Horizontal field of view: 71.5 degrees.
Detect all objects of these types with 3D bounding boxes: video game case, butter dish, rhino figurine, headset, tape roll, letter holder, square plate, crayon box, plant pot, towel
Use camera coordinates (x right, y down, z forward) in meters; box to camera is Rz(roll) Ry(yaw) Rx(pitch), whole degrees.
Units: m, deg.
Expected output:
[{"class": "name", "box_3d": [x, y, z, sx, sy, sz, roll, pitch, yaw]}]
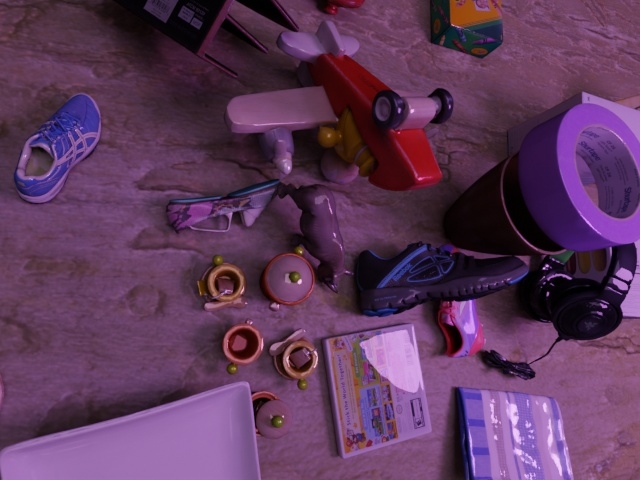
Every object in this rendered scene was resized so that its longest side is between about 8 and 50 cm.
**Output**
[{"class": "video game case", "box_3d": [0.116, 0.295, 0.901, 0.207, 0.026, 0.226, -5, 82, -23]}, {"class": "butter dish", "box_3d": [0.043, -0.572, 1.003, 0.160, 0.118, 0.159, 14, 31, -19]}, {"class": "rhino figurine", "box_3d": [0.000, 0.000, 0.848, 0.073, 0.106, 0.243, -34, 117, -39]}, {"class": "headset", "box_3d": [0.524, 0.131, 0.996, 0.185, 0.243, 0.393, 23, 96, -4]}, {"class": "tape roll", "box_3d": [0.515, -0.118, 0.858, 0.275, 0.090, 0.274, 6, 74, -23]}, {"class": "letter holder", "box_3d": [-0.218, -0.422, 0.804, 0.302, 0.214, 0.151, 38, 102, 20]}, {"class": "square plate", "box_3d": [-0.258, 0.420, 0.682, 0.345, 0.049, 0.346, -9, 95, -26]}, {"class": "crayon box", "box_3d": [0.378, -0.635, 1.160, 0.166, 0.081, 0.278, 6, 77, -21]}, {"class": "plant pot", "box_3d": [0.382, -0.054, 0.961, 0.216, 0.230, 0.215, 6, 75, -24]}, {"class": "towel", "box_3d": [0.427, 0.435, 0.967, 0.285, 0.034, 0.209, 13, 61, -19]}]

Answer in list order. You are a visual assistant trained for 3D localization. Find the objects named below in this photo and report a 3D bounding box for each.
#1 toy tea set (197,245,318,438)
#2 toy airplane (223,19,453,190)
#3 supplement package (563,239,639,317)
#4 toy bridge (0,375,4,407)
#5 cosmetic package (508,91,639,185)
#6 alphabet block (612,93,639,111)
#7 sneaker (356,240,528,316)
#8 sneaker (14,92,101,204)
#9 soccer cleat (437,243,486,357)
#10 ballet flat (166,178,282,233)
[{"class": "toy tea set", "box_3d": [-0.086, 0.172, 0.790, 0.200, 0.124, 0.335, -12, 84, -23]}, {"class": "toy airplane", "box_3d": [0.048, -0.243, 0.879, 0.387, 0.272, 0.384, 19, 41, 0]}, {"class": "supplement package", "box_3d": [0.715, 0.073, 1.121, 0.134, 0.139, 0.243, 7, 76, -21]}, {"class": "toy bridge", "box_3d": [-0.517, 0.217, 0.665, 0.063, 0.026, 0.188, -18, 86, -26]}, {"class": "cosmetic package", "box_3d": [0.635, -0.234, 1.103, 0.224, 0.225, 0.138, 8, 76, -19]}, {"class": "alphabet block", "box_3d": [0.864, -0.264, 1.189, 0.194, 0.193, 0.196, 13, 72, -52]}, {"class": "sneaker", "box_3d": [0.239, 0.058, 0.897, 0.341, 0.125, 0.139, -9, 71, 1]}, {"class": "sneaker", "box_3d": [-0.434, -0.161, 0.744, 0.080, 0.081, 0.211, 22, 71, -14]}, {"class": "soccer cleat", "box_3d": [0.291, 0.131, 0.971, 0.095, 0.083, 0.247, -12, 88, -30]}, {"class": "ballet flat", "box_3d": [-0.173, -0.059, 0.839, 0.222, 0.077, 0.079, -15, 103, -19]}]
